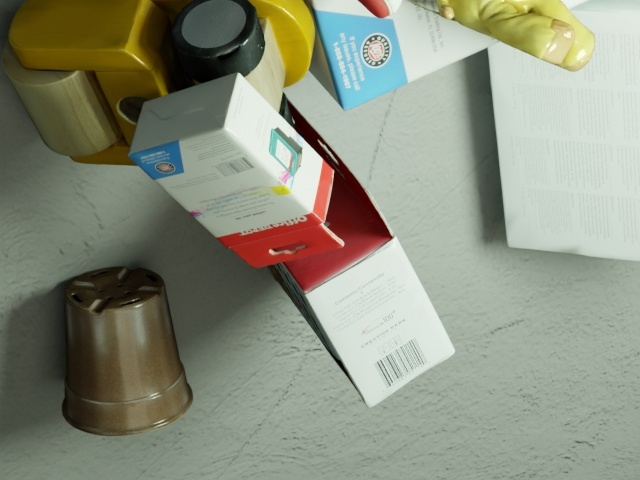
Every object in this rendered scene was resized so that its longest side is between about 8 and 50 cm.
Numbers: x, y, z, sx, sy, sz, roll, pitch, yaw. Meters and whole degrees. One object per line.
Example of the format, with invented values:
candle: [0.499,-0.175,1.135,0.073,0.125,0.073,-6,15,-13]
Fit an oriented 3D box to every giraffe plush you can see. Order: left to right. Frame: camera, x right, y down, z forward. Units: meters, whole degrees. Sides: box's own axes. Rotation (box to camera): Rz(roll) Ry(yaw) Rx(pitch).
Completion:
giraffe plush: [0.228,-0.301,1.868,0.210,0.181,0.171,23,99,1]

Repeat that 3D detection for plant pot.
plant pot: [-0.248,0.131,2.095,0.167,0.167,0.165,-13,117,-19]

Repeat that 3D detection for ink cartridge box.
ink cartridge box: [-0.081,-0.070,1.824,0.134,0.078,0.231,-13,140,32]
ink cartridge box: [0.000,0.000,2.035,0.130,0.309,0.272,-32,127,-5]
ink cartridge box: [0.139,-0.373,1.966,0.394,0.166,0.285,-25,127,-10]

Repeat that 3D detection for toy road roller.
toy road roller: [-0.169,-0.229,1.902,0.329,0.241,0.202,0,144,15]

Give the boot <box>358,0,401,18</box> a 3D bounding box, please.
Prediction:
boot: [-0.041,-0.283,1.765,0.244,0.088,0.176,43,87,-23]

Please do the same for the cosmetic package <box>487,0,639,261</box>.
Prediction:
cosmetic package: [0.371,-0.150,2.157,0.097,0.284,0.377,-54,144,-45]
